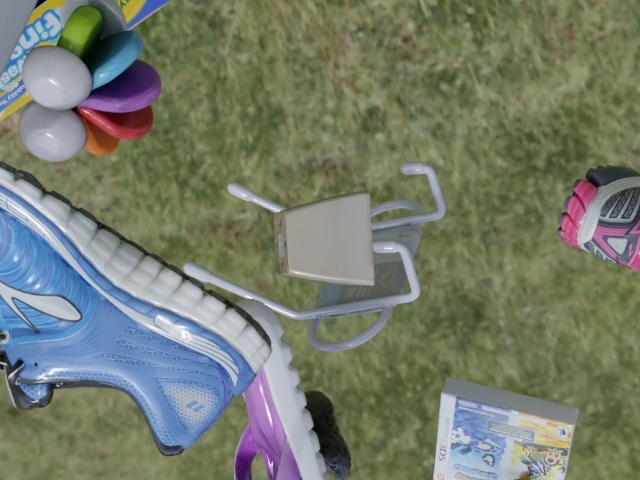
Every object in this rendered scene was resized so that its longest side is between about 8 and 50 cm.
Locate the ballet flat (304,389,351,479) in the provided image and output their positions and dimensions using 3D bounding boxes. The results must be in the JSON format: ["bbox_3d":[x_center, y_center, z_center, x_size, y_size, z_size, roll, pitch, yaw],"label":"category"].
[{"bbox_3d":[0.001,0.268,1.833,0.058,0.173,0.049,-18,124,-4],"label":"ballet flat"}]

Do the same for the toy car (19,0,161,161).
[{"bbox_3d":[-0.242,-0.169,1.440,0.136,0.159,0.182,19,135,3],"label":"toy car"}]

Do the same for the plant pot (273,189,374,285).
[{"bbox_3d":[0.000,0.000,1.531,0.096,0.109,0.109,-2,179,-13],"label":"plant pot"}]

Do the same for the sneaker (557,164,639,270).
[{"bbox_3d":[0.387,-0.021,1.438,0.299,0.112,0.120,-14,128,-40],"label":"sneaker"}]

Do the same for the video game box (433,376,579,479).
[{"bbox_3d":[0.278,0.312,2.009,0.205,0.048,0.187,12,128,16],"label":"video game box"}]

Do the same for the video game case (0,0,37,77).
[{"bbox_3d":[-0.388,-0.215,1.328,0.300,0.329,0.036,-11,141,39],"label":"video game case"}]

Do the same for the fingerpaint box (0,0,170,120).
[{"bbox_3d":[-0.477,-0.371,1.791,0.445,0.163,0.371,-38,133,-17],"label":"fingerpaint box"}]

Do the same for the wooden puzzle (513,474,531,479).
[{"bbox_3d":[0.294,0.403,1.950,0.079,0.116,0.014,-11,141,-5],"label":"wooden puzzle"}]

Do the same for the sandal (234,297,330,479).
[{"bbox_3d":[-0.057,0.276,1.519,0.102,0.416,0.169,-15,175,-20],"label":"sandal"}]

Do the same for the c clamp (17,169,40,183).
[{"bbox_3d":[-0.313,0.016,1.288,0.160,0.137,0.022,-49,160,2],"label":"c clamp"}]

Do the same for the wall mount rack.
[{"bbox_3d":[0.002,0.004,1.772,0.304,0.350,0.130,-9,120,22],"label":"wall mount rack"}]

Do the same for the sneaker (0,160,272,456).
[{"bbox_3d":[-0.205,0.041,0.934,0.147,0.330,0.130,-58,176,-6],"label":"sneaker"}]
